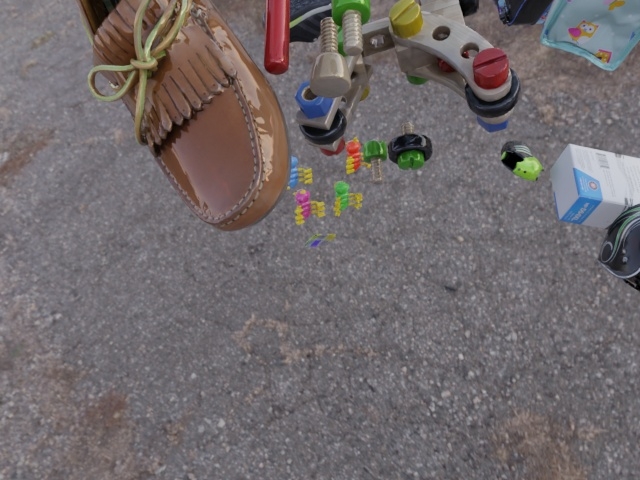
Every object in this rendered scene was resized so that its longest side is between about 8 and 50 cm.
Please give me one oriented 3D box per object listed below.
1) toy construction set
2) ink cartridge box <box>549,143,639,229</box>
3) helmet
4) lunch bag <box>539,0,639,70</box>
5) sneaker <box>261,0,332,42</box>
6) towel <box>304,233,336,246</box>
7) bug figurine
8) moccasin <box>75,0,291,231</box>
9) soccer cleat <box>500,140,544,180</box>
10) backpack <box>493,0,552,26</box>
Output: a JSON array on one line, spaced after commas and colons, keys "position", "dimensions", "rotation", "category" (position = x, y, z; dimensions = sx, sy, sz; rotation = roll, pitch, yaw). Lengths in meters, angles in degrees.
[{"position": [0.066, -0.243, 0.602], "dimensions": [0.257, 0.309, 0.237], "rotation": [-15, 69, 40], "category": "toy construction set"}, {"position": [0.587, -0.099, 1.060], "dimensions": [0.203, 0.086, 0.148], "rotation": [12, 53, -2], "category": "ink cartridge box"}, {"position": [0.583, 0.009, 0.903], "dimensions": [0.161, 0.169, 0.169], "rotation": [-58, 40, 18], "category": "helmet"}, {"position": [0.450, -0.426, 0.760], "dimensions": [0.160, 0.262, 0.223], "rotation": [24, 58, 9], "category": "lunch bag"}, {"position": [-0.013, -0.481, 1.124], "dimensions": [0.235, 0.097, 0.084], "rotation": [-18, 59, 8], "category": "sneaker"}, {"position": [0.000, 0.000, 1.444], "dimensions": [0.060, 0.083, 0.009], "rotation": [-42, 62, 32], "category": "towel"}, {"position": [0.008, -0.157, 1.389], "dimensions": [0.279, 0.216, 0.072], "rotation": [-17, 35, -25], "category": "bug figurine"}, {"position": [-0.145, -0.179, 0.474], "dimensions": [0.139, 0.147, 0.380], "rotation": [-28, 76, 23], "category": "moccasin"}, {"position": [0.425, -0.184, 1.151], "dimensions": [0.072, 0.060, 0.179], "rotation": [18, 26, -11], "category": "soccer cleat"}, {"position": [0.420, -0.552, 1.080], "dimensions": [0.117, 0.158, 0.173], "rotation": [-6, 63, -21], "category": "backpack"}]
